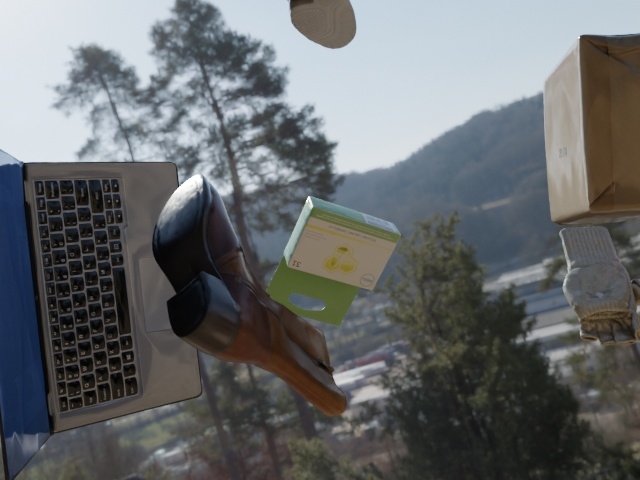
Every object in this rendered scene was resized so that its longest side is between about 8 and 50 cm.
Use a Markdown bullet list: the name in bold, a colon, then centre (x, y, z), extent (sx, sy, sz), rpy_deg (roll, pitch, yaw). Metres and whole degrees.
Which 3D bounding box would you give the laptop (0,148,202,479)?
- **laptop**: centre (-0.286, 0.067, 1.052), extent (0.408, 0.382, 0.236), rpy_deg (-6, -1, -44)

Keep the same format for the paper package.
- **paper package**: centre (0.517, -0.190, 1.415), extent (0.168, 0.309, 0.325), rpy_deg (-4, -2, 5)

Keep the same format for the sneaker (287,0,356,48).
- **sneaker**: centre (-0.033, -0.449, 1.305), extent (0.101, 0.268, 0.153), rpy_deg (-31, 38, 25)

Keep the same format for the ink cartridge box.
- **ink cartridge box**: centre (0.013, 0.053, 1.382), extent (0.171, 0.235, 0.056), rpy_deg (17, 23, -20)

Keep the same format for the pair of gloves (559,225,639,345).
- **pair of gloves**: centre (0.462, 0.057, 1.099), extent (0.240, 0.204, 0.042), rpy_deg (2, -38, 8)

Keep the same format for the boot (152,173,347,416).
- **boot**: centre (-0.074, 0.067, 1.002), extent (0.096, 0.264, 0.280), rpy_deg (-40, -46, 15)
